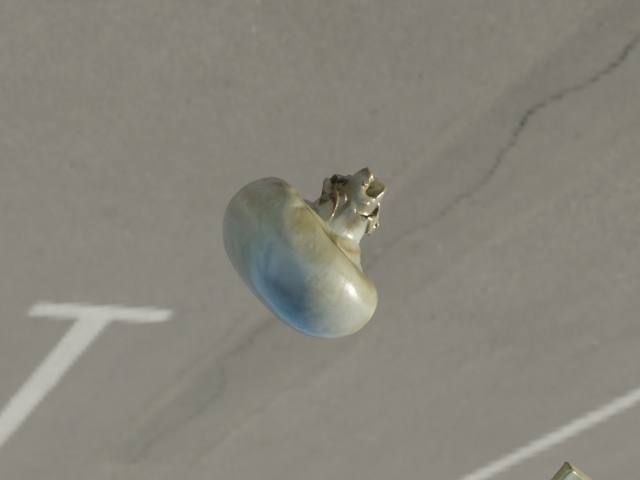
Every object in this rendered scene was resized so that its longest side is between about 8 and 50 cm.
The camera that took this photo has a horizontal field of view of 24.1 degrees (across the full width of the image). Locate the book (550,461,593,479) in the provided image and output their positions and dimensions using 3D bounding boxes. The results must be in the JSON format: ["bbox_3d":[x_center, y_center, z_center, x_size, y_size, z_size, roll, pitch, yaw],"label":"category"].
[{"bbox_3d":[0.140,0.277,0.952,0.170,0.242,0.018,37,-178,-20],"label":"book"}]

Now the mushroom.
[{"bbox_3d":[0.000,0.000,0.690,0.079,0.085,0.085,-42,158,-6],"label":"mushroom"}]
